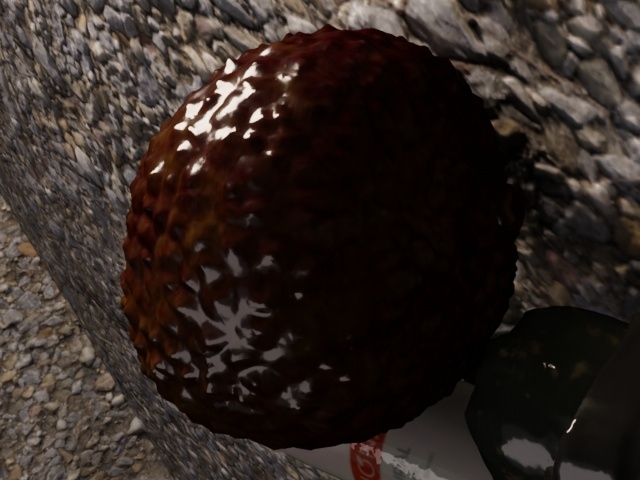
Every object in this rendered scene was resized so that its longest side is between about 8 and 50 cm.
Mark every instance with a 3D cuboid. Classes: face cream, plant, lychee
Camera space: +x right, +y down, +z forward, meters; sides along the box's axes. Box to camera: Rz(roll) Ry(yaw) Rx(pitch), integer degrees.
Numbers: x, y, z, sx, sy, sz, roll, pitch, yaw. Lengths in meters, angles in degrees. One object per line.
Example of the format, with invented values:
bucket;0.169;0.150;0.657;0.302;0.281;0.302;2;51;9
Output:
face cream;0.059;0.135;0.870;0.345;0.102;0.102;16;139;38
plant;0.198;0.116;0.653;0.256;0.164;0.142;19;140;41
lychee;0.000;0.000;0.760;0.260;0.260;0.260;46;158;25

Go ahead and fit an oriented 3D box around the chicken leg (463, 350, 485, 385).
chicken leg;0.185;0.153;0.891;0.253;0.051;0.106;44;163;27
